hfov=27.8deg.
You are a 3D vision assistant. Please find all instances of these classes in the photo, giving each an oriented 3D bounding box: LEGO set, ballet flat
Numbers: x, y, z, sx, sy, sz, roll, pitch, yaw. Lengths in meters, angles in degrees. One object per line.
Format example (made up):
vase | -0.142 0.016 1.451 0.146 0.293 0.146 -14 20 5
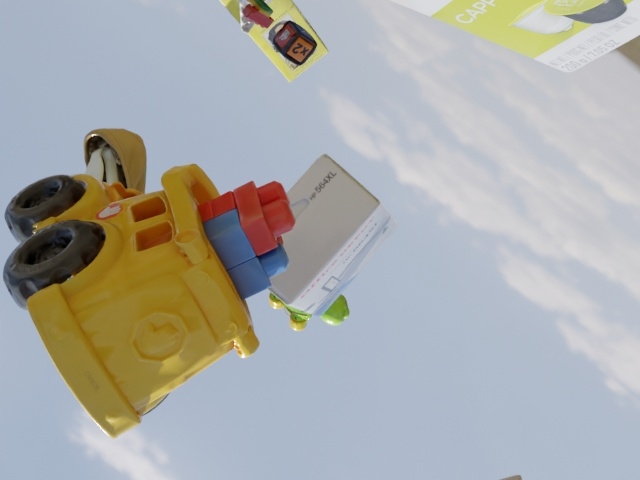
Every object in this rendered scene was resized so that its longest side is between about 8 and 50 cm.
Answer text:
LEGO set | -0.107 -0.209 0.922 0.244 0.060 0.182 38 -165 -11
ballet flat | -0.219 -0.009 1.362 0.073 0.080 0.232 16 -119 -54

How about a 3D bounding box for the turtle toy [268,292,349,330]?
turtle toy | -0.016 0.071 1.746 0.066 0.095 0.130 -25 -128 -30

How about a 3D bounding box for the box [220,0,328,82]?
box | -0.067 -0.243 1.278 0.087 0.058 0.232 53 -175 21

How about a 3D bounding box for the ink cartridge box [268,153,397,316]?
ink cartridge box | 0.000 0.000 1.419 0.086 0.148 0.203 42 -178 10

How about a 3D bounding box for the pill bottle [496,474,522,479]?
pill bottle | 0.212 0.359 1.399 0.108 0.108 0.194 10 -122 -59

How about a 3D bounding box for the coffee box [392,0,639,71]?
coffee box | 0.189 -0.395 1.085 0.334 0.338 0.337 18 158 -22

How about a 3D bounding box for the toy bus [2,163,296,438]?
toy bus | -0.120 0.011 0.993 0.149 0.211 0.220 62 -179 -31
